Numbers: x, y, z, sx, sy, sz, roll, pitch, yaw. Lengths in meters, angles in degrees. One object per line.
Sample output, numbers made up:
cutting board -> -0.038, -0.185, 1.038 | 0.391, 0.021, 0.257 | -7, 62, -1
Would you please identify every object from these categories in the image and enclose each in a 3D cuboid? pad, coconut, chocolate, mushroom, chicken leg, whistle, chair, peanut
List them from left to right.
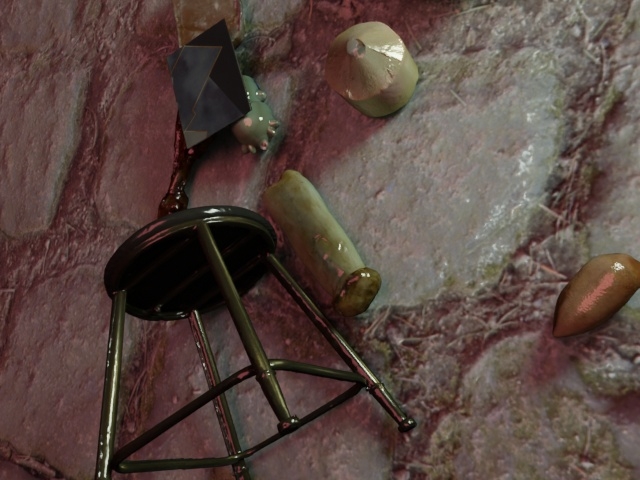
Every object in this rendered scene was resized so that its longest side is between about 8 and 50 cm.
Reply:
chicken leg -> -0.289, -0.181, 1.225 | 0.113, 0.093, 0.305 | 25, 100, 49
pad -> -0.232, -0.321, 1.156 | 0.163, 0.004, 0.243 | -26, 67, 20
chocolate -> -0.241, -0.512, 1.271 | 0.156, 0.080, 0.254 | -15, 72, 11
chair -> -0.152, 0.190, 0.915 | 0.364, 0.361, 0.410 | -37, 58, 18
whistle -> -0.157, -0.274, 1.162 | 0.110, 0.092, 0.245 | -39, 64, 18
mushroom -> 0.000, 0.000, 1.021 | 0.100, 0.081, 0.312 | -41, 58, 9
coconut -> 0.088, -0.301, 0.995 | 0.147, 0.152, 0.147 | -6, 78, 29
peanut -> 0.378, 0.079, 0.791 | 0.152, 0.076, 0.076 | -48, 61, 16
